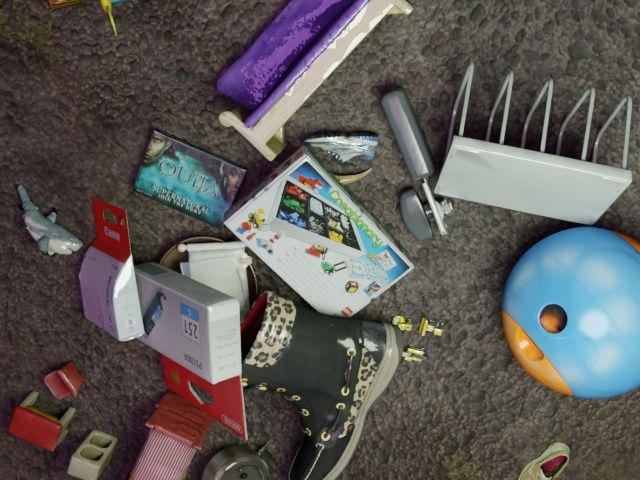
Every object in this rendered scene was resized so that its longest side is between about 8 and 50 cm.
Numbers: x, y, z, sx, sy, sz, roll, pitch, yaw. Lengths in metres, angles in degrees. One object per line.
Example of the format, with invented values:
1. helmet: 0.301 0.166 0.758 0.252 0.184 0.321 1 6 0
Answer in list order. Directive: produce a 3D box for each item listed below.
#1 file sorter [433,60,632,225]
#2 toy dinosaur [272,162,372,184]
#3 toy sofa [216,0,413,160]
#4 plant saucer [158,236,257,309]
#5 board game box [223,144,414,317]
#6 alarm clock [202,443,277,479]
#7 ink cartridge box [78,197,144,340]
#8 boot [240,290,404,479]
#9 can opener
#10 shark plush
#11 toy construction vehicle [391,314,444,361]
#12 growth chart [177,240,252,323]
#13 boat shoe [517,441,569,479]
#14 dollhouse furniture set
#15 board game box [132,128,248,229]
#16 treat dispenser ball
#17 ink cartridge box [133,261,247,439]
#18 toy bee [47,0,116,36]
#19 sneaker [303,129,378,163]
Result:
1. file sorter: 0.351 -0.162 1.442 0.277 0.193 0.173 12 71 3
2. toy dinosaur: -0.001 -0.098 1.586 0.183 0.053 0.093 4 104 5
3. toy sofa: -0.024 -0.324 1.478 0.177 0.150 0.362 43 105 -7
4. plant saucer: -0.215 0.085 1.667 0.198 0.036 0.199 2 105 7
5. board game box: 0.000 0.000 1.567 0.193 0.053 0.305 -39 115 14
6. alarm clock: -0.181 0.479 1.713 0.192 0.064 0.129 -14 109 -22
7. ink cartridge box: -0.397 0.050 1.608 0.066 0.189 0.232 -18 109 -30
8. boot: -0.046 0.279 1.599 0.284 0.138 0.377 22 108 -22
9. can opener: 0.162 -0.130 1.548 0.093 0.074 0.280 -17 102 11
10. shark plush: -0.528 -0.035 1.678 0.067 0.073 0.161 -37 77 -5
11. toy construction vehicle: 0.177 0.186 1.649 0.098 0.035 0.086 16 106 2
12. growth chart: -0.205 0.111 1.643 0.172 0.021 0.237 2 105 6
13. boat shoe: 0.429 0.446 1.685 0.050 0.045 0.135 34 106 -3
14. dollhouse furniture set: -0.418 0.374 1.705 0.374 0.152 0.201 23 106 0
15. board game box: -0.242 -0.113 1.622 0.186 0.026 0.126 23 107 0
16. treat dispenser ball: 0.451 0.121 1.470 0.288 0.288 0.288 2 105 6
17. ink cartridge box: -0.241 0.196 1.551 0.066 0.296 0.261 -14 109 -36
18. toy bee: -0.353 -0.466 1.473 0.298 0.162 0.195 -34 97 14
19. sneaker: 0.036 -0.164 1.566 0.135 0.052 0.058 3 109 6
